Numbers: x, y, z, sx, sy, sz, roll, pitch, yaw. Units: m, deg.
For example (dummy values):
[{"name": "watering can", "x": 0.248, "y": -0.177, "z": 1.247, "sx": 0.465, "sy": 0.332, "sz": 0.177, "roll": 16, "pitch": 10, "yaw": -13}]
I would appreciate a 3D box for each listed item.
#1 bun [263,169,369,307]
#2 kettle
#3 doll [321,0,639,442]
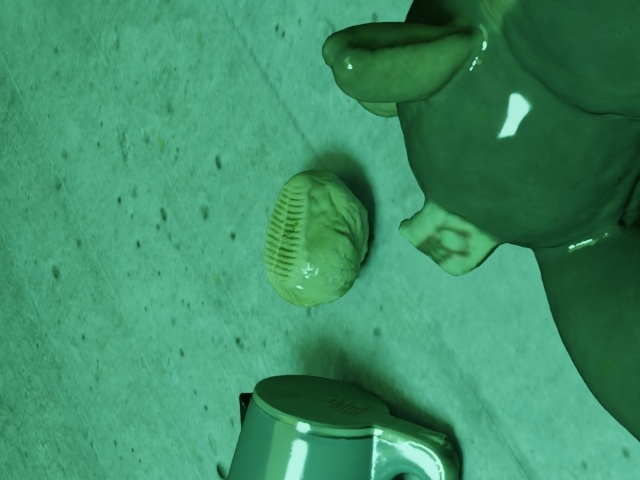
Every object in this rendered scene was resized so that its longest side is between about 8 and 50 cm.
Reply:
[{"name": "bun", "x": 0.000, "y": 0.000, "z": 0.873, "sx": 0.115, "sy": 0.069, "sz": 0.115, "roll": -38, "pitch": 46, "yaw": 55}, {"name": "kettle", "x": 0.005, "y": 0.248, "z": 0.860, "sx": 0.210, "sy": 0.160, "sz": 0.243, "roll": 18, "pitch": 104, "yaw": 29}, {"name": "doll", "x": 0.205, "y": -0.095, "z": 0.514, "sx": 0.378, "sy": 0.252, "sz": 0.382, "roll": 43, "pitch": 148, "yaw": 0}]
